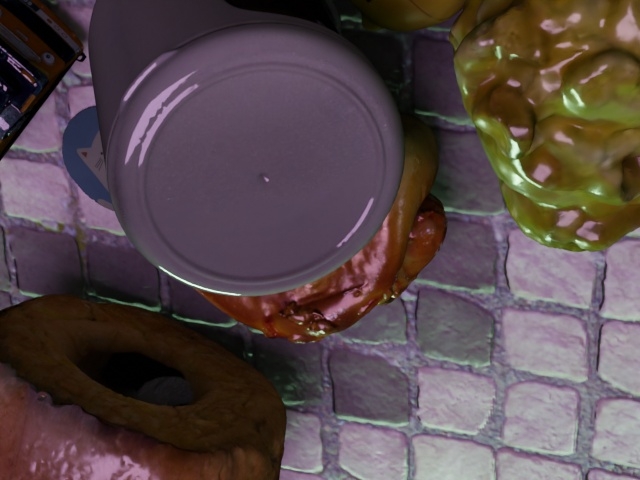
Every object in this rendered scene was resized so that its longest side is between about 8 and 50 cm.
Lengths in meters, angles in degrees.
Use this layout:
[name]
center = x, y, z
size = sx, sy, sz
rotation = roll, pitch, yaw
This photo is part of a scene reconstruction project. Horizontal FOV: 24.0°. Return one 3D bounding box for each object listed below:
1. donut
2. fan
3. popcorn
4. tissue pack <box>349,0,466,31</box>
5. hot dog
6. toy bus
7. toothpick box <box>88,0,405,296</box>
[donut]
center = -0.185, 0.175, 1.391
size = 0.317, 0.299, 0.150
rotation = 12, 114, -15
[fan]
center = -0.163, -0.057, 1.400
size = 0.175, 0.005, 0.113
rotation = 34, 127, -2
[popcorn]
center = 0.220, -0.111, 1.096
size = 0.225, 0.174, 0.286
rotation = -15, 147, 13
[tissue pack]
center = 0.050, -0.246, 1.123
size = 0.178, 0.123, 0.127
rotation = 47, 132, -12
[hot dog]
center = 0.000, 0.000, 1.290
size = 0.256, 0.150, 0.153
rotation = -19, 104, 29
[toy bus]
center = -0.298, -0.130, 1.339
size = 0.098, 0.114, 0.201
rotation = 41, 131, -6
[toothpick box]
center = -0.079, -0.113, 1.156
size = 0.229, 0.316, 0.229
rotation = -7, 122, -11
